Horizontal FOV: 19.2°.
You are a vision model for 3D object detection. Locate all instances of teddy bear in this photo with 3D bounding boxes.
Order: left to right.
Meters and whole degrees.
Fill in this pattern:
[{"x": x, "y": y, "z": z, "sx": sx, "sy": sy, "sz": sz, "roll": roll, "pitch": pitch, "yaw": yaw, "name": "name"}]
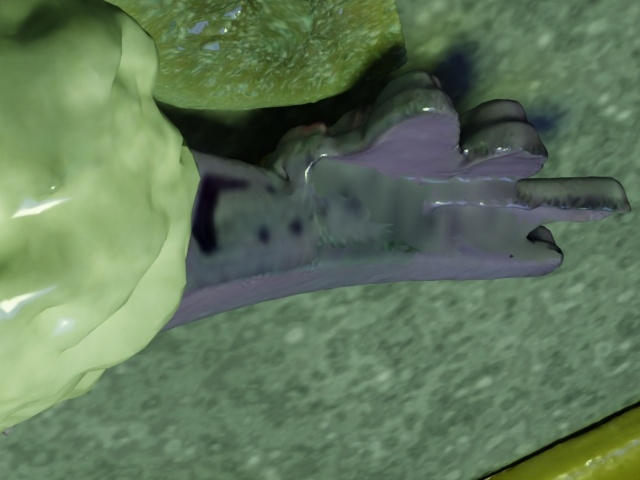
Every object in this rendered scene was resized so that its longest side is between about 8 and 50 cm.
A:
[{"x": -0.170, "y": -0.168, "z": 0.219, "sx": 0.327, "sy": 0.375, "sz": 0.362, "roll": -25, "pitch": 159, "yaw": -24, "name": "teddy bear"}]

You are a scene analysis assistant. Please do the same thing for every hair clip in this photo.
[{"x": -0.008, "y": -0.012, "z": 0.687, "sx": 0.278, "sy": 0.090, "sz": 0.137, "roll": -13, "pitch": 161, "yaw": -37, "name": "hair clip"}]

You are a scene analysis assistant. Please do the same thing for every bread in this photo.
[{"x": -0.035, "y": -0.096, "z": 0.629, "sx": 0.112, "sy": 0.036, "sz": 0.193, "roll": -25, "pitch": 143, "yaw": -5, "name": "bread"}]

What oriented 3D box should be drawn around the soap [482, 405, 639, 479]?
[{"x": 0.176, "y": 0.181, "z": 1.061, "sx": 0.315, "sy": 0.091, "sz": 0.199, "roll": -25, "pitch": 142, "yaw": -9, "name": "soap"}]
